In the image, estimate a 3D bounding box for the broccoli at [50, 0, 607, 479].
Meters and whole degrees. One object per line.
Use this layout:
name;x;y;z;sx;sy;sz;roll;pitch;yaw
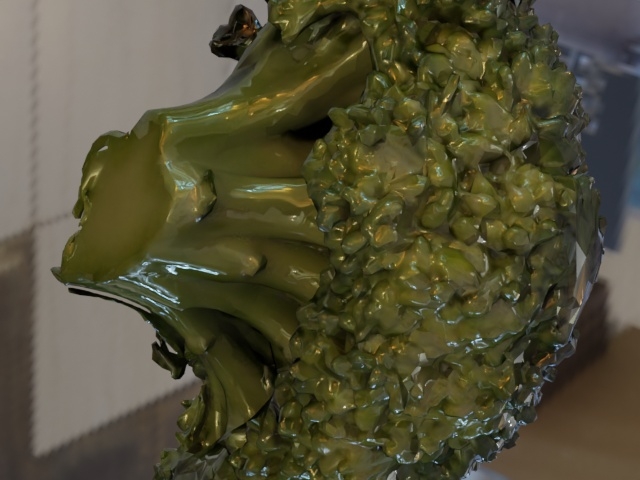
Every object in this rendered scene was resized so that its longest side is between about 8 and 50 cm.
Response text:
broccoli;0.002;0.002;0.695;0.226;0.198;0.176;-30;135;18
